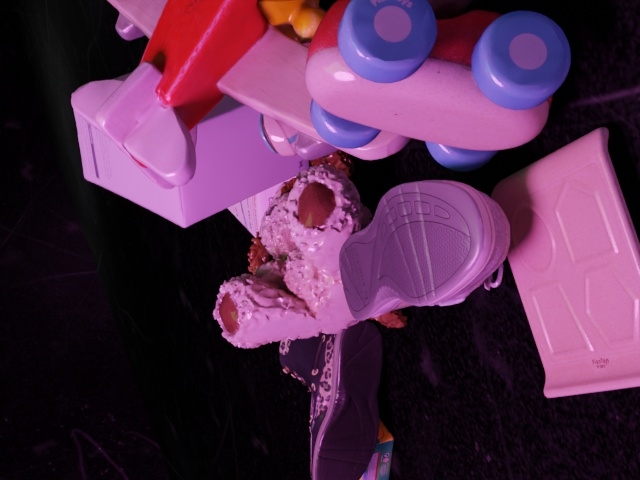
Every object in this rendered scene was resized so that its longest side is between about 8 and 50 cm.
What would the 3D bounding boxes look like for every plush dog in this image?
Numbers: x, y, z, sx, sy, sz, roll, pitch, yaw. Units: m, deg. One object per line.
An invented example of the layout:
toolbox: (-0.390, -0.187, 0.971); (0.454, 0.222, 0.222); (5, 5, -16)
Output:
plush dog: (0.000, 0.000, 1.366); (0.262, 0.210, 0.225); (-53, 34, 29)

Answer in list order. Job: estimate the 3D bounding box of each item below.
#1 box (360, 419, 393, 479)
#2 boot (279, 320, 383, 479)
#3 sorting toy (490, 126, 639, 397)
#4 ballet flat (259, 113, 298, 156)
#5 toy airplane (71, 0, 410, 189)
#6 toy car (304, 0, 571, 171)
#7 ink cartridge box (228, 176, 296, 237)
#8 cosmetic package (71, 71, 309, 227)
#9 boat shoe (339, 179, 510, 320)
box: (0.041, 0.255, 1.569); (0.179, 0.043, 0.105); (-125, 29, -45)
boot: (0.005, 0.209, 1.505); (0.178, 0.085, 0.236); (17, 100, 62)
sorting toy: (0.225, 0.025, 0.956); (0.193, 0.038, 0.208); (148, 111, -68)
ballet flat: (-0.028, -0.196, 1.364); (0.248, 0.086, 0.086); (-95, 8, -46)
toy airplane: (-0.083, -0.221, 1.205); (0.384, 0.272, 0.386); (-19, 72, 30)
toy car: (0.105, -0.209, 0.955); (0.219, 0.210, 0.238); (120, 160, -77)
ink cartridge box: (-0.081, -0.071, 1.615); (0.198, 0.067, 0.115); (-138, 39, -55)
cosmetic package: (-0.172, -0.146, 1.495); (0.224, 0.224, 0.138); (25, 130, 38)
boat shoe: (0.110, 0.012, 1.103); (0.320, 0.103, 0.118); (137, 122, -67)
